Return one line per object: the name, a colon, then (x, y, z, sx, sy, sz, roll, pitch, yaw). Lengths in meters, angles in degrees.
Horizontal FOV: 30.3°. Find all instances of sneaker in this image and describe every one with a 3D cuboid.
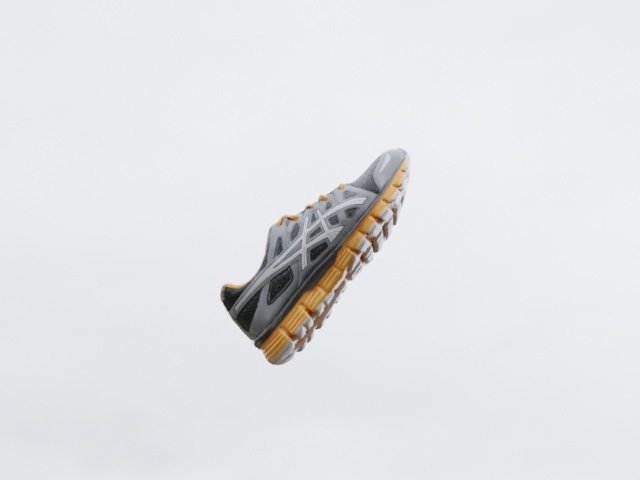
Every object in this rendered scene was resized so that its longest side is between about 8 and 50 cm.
sneaker: (0.000, 0.000, 1.001, 0.083, 0.215, 0.084, 36, -12, 15)
